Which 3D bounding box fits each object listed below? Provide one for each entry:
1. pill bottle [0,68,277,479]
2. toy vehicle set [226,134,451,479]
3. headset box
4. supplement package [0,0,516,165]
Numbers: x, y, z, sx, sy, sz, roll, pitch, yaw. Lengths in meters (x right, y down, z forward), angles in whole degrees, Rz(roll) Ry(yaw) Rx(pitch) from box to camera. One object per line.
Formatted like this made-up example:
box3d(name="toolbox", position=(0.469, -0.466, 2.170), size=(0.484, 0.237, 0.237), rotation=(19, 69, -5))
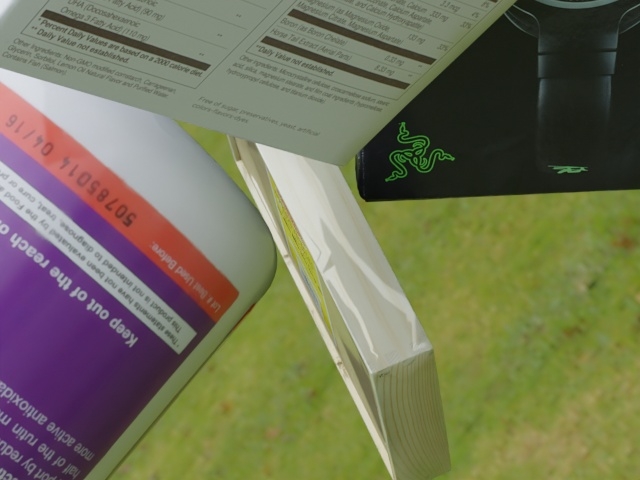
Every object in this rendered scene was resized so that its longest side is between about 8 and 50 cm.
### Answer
box3d(name="pill bottle", position=(-0.180, 0.069, 0.741), size=(0.323, 0.181, 0.181), rotation=(-50, 14, -8))
box3d(name="toy vehicle set", position=(0.000, 0.000, 1.001), size=(0.035, 0.267, 0.166), rotation=(-24, -29, -6))
box3d(name="headset box", position=(0.135, -0.158, 0.927), size=(0.131, 0.246, 0.283), rotation=(-92, 0, -52))
box3d(name="supplement package", position=(-0.005, -0.199, 0.631), size=(0.262, 0.198, 0.199), rotation=(-43, 54, 29))
